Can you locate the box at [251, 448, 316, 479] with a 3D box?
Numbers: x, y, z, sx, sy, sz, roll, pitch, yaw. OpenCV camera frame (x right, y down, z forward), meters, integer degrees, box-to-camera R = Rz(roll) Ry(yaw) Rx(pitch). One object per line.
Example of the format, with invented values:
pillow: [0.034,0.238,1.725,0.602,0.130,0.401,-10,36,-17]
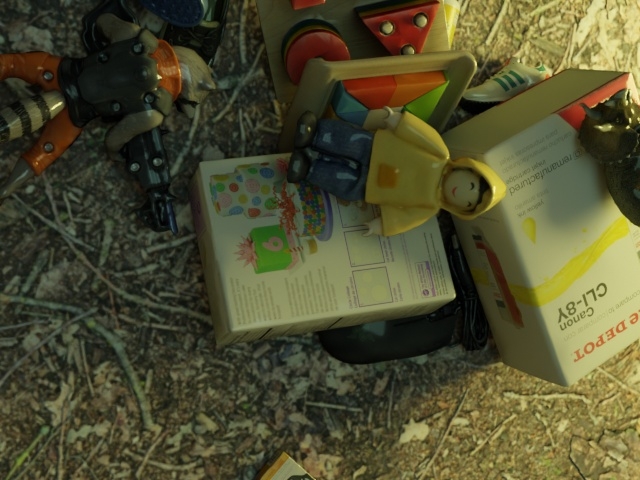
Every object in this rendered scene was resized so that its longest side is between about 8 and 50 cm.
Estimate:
box: [-0.037,0.378,1.750,0.136,0.028,0.081,45,78,-19]

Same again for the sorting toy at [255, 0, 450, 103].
sorting toy: [0.045,-0.322,1.631,0.257,0.089,0.255,-14,118,-3]

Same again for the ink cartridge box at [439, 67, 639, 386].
ink cartridge box: [0.362,-0.023,1.763,0.279,0.160,0.384,-29,111,-20]

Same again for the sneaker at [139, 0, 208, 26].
sneaker: [-0.234,-0.380,1.583,0.232,0.081,0.090,40,36,-8]

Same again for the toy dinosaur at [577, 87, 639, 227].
toy dinosaur: [0.450,-0.097,1.659,0.160,0.121,0.313,-30,117,-8]

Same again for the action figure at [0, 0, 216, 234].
action figure: [-0.285,-0.147,1.554,0.330,0.178,0.341,-21,97,-7]

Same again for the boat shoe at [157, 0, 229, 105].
boat shoe: [-0.170,-0.295,1.635,0.080,0.073,0.223,14,88,-20]

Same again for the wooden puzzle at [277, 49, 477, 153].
wooden puzzle: [0.077,-0.179,1.666,0.239,0.221,0.044,-4,61,-18]

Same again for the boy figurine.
boy figurine: [0.101,-0.082,1.583,0.285,0.092,0.177,17,102,6]

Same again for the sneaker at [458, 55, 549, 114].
sneaker: [0.277,-0.238,1.819,0.161,0.057,0.075,-7,79,-18]

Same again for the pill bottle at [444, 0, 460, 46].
pill bottle: [0.168,-0.325,1.761,0.065,0.065,0.116,15,87,-20]

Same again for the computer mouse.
computer mouse: [0.130,0.106,1.770,0.272,0.072,0.188,-15,99,-19]

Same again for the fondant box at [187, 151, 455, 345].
fondant box: [0.000,0.000,1.669,0.330,0.096,0.238,-7,76,-20]
